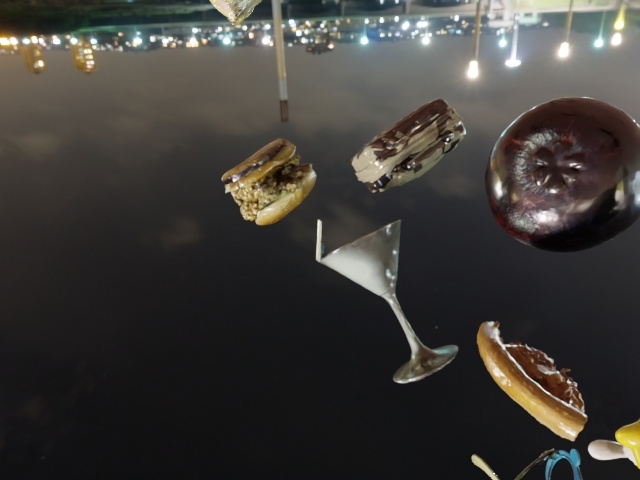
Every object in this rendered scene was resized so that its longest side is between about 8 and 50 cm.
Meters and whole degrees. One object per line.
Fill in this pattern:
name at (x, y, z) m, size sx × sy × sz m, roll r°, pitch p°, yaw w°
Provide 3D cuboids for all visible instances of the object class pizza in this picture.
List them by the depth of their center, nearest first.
pizza at (0.321, 0.203, 0.753) m, size 0.134 × 0.056 × 0.271 m, roll 12°, pitch -163°, yaw -2°

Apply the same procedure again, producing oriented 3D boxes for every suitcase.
suitcase at (0.291, -0.298, 1.592) m, size 0.351 × 0.194 × 0.339 m, roll -36°, pitch -174°, yaw -10°

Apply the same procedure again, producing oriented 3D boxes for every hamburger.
hamburger at (-0.086, -0.101, 0.889) m, size 0.159 × 0.131 × 0.185 m, roll -30°, pitch -167°, yaw 11°

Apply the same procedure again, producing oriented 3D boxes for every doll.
doll at (0.394, 0.243, 0.586) m, size 0.135 × 0.113 × 0.072 m, roll -25°, pitch -130°, yaw 33°

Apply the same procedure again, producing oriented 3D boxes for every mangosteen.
mangosteen at (0.476, -0.124, 0.943) m, size 0.300 × 0.300 × 0.300 m, roll -2°, pitch -156°, yaw 1°

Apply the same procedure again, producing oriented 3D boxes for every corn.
corn at (-0.148, -0.637, 1.154) m, size 0.123 × 0.122 × 0.305 m, roll 13°, pitch -115°, yaw 48°

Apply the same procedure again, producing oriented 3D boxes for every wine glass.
wine glass at (0.203, 0.169, 1.370) m, size 0.267 × 0.406 × 0.267 m, roll -29°, pitch 177°, yaw -2°

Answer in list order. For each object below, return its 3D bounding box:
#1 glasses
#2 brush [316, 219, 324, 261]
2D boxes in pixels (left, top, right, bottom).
glasses at (0.398, 0.494, 0.939) m, size 0.206 × 0.102 × 0.239 m, roll -4°, pitch -153°, yaw 23°
brush at (0.000, 0.000, 0.945) m, size 0.013 × 0.084 × 0.016 m, roll -4°, pitch -162°, yaw -17°
